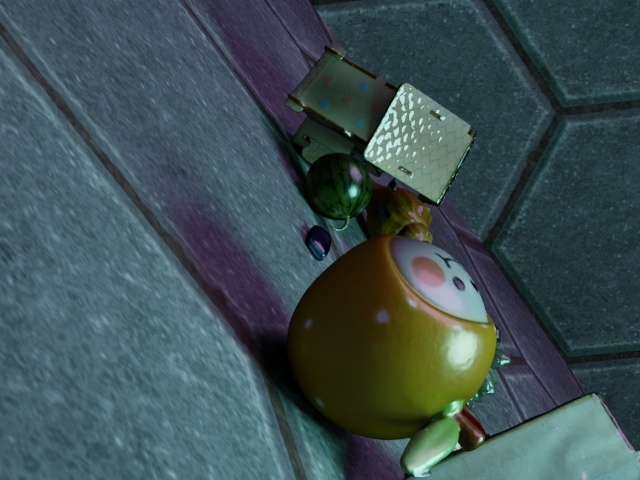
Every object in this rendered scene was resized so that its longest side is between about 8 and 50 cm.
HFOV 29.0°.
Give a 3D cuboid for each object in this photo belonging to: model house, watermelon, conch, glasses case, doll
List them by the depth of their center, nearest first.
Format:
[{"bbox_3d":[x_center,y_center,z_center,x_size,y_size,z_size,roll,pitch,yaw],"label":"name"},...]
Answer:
[{"bbox_3d":[0.083,0.120,1.192,0.236,0.213,0.213,58,11,25],"label":"doll"},{"bbox_3d":[0.193,0.291,1.248,0.178,0.271,0.206,59,-24,22],"label":"model house"},{"bbox_3d":[0.000,0.000,1.636,0.033,0.023,0.083,56,11,-10],"label":"glasses case"},{"bbox_3d":[0.029,-0.073,1.775,0.109,0.109,0.109,53,12,-16],"label":"watermelon"},{"bbox_3d":[0.114,-0.147,1.912,0.244,0.169,0.326,28,-2,26],"label":"model house"},{"bbox_3d":[0.110,-0.049,2.057,0.093,0.109,0.330,34,13,-44],"label":"conch"}]

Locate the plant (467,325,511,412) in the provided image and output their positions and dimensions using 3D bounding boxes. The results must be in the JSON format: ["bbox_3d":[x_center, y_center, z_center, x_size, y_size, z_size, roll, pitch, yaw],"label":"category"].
[{"bbox_3d":[0.181,0.141,1.713,0.194,0.132,0.129,53,6,-3],"label":"plant"}]

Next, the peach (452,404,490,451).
[{"bbox_3d":[0.153,0.216,1.564,0.279,0.068,0.189,49,10,-30],"label":"peach"}]
